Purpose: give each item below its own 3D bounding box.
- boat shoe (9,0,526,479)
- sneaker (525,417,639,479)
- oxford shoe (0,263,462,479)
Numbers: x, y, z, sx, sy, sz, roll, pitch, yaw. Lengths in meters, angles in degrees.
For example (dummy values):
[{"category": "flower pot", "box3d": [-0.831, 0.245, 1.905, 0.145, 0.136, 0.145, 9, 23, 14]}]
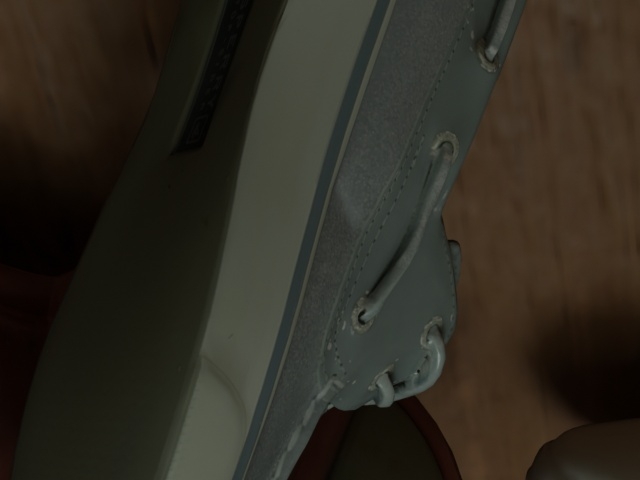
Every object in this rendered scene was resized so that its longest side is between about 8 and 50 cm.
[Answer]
[{"category": "boat shoe", "box3d": [0.000, -0.001, 0.365, 0.081, 0.079, 0.228, 25, 79, -29]}, {"category": "sneaker", "box3d": [0.166, 0.056, 0.473, 0.212, 0.080, 0.094, 5, 114, -12]}, {"category": "oxford shoe", "box3d": [-0.163, 0.048, 0.420, 0.397, 0.140, 0.146, 26, 144, -16]}]
